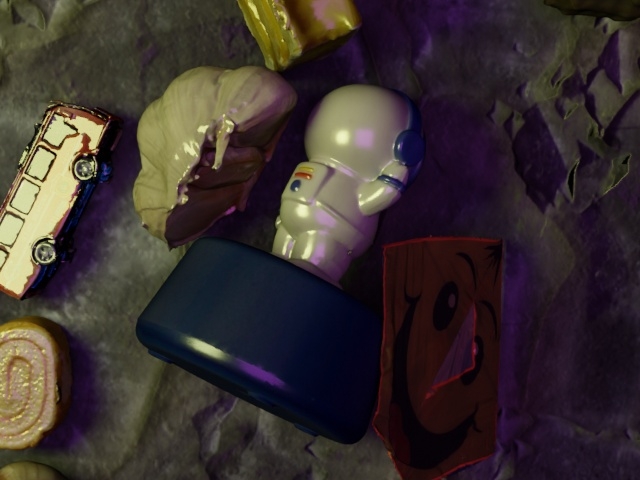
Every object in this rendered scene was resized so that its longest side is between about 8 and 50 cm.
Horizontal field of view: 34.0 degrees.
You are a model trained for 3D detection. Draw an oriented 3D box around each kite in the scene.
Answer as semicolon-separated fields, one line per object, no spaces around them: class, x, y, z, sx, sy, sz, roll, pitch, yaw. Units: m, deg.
kite;0.147;0.114;1.172;0.327;0.013;0.377;-56;134;-33

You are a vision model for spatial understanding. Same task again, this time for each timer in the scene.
timer;0.000;0.000;1.147;0.270;0.270;0.384;28;78;-6

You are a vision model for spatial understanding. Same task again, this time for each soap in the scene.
soap;-0.068;-0.341;1.124;0.091;0.199;0.315;-24;94;-9

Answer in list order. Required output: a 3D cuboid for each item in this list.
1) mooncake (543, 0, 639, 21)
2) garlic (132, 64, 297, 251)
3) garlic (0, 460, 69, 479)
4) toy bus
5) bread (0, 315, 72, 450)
mooncake;0.300;-0.352;1.140;0.124;0.228;0.228;1;94;3
garlic;-0.134;-0.110;1.148;0.229;0.178;0.143;-45;80;16
garlic;-0.297;0.364;1.179;0.160;0.191;0.214;14;81;-30
toy bus;-0.307;-0.048;1.188;0.096;0.073;0.235;25;93;1
bread;-0.350;0.164;1.197;0.122;0.073;0.149;-1;94;-2
